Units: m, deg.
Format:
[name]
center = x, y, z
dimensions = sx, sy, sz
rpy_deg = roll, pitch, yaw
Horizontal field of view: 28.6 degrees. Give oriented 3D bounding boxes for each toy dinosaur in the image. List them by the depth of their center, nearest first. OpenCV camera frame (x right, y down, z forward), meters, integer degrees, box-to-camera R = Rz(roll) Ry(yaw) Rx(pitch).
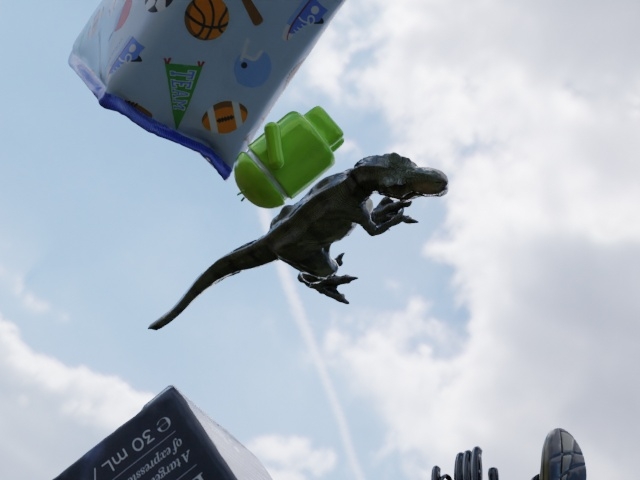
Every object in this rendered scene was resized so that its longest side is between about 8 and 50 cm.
[toy dinosaur]
center = 0.000, 0.000, 0.902
dimensions = 0.268, 0.118, 0.064
rpy_deg = -33, -115, 34

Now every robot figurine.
[robot figurine]
center = -0.033, -0.076, 1.182
dimensions = 0.067, 0.115, 0.101
rpy_deg = 50, -4, 8

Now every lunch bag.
[lunch bag]
center = -0.147, -0.291, 1.573
dimensions = 0.239, 0.328, 0.385
rpy_deg = 34, 3, -29

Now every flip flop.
[flip flop]
center = 0.373, 0.443, 2.071
dimensions = 0.112, 0.277, 0.080
rpy_deg = 27, -25, -38

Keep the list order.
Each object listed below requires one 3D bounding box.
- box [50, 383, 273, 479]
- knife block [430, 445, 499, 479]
[box]
center = -0.103, 0.375, 1.006
dimensions = 0.395, 0.293, 0.212
rpy_deg = 50, -3, 33
[knife block]
center = 0.249, 0.474, 2.014
dimensions = 0.088, 0.242, 0.276
rpy_deg = 35, -3, -31
